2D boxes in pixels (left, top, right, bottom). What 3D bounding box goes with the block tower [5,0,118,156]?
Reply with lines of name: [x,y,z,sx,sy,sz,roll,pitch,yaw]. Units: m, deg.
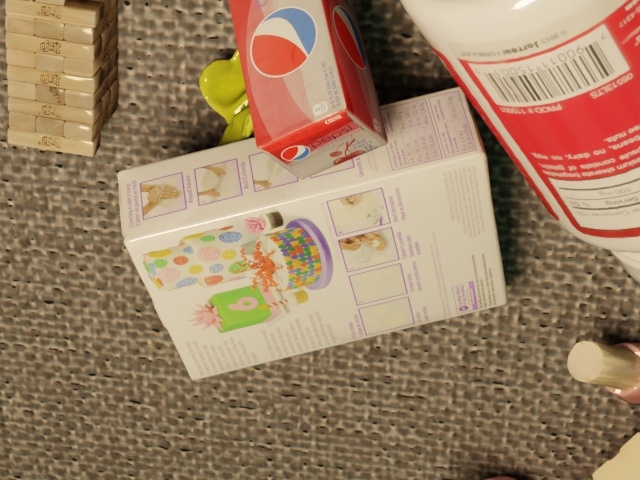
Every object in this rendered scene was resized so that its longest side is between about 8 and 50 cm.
block tower: [-0.244,-0.254,1.316,0.091,0.097,0.335,9,118,5]

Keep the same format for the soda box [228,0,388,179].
soda box: [-0.021,-0.194,1.217,0.092,0.263,0.083,-23,153,21]

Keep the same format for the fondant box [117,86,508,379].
fondant box: [0.000,0.000,1.320,0.330,0.096,0.238,-15,142,2]

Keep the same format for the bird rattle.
bird rattle: [-0.048,-0.063,1.371,0.207,0.143,0.253,11,124,-15]

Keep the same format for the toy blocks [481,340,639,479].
toy blocks: [0.331,0.303,1.433,0.260,0.309,0.288,16,122,-49]

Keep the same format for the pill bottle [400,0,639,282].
pill bottle: [0.252,-0.137,1.170,0.229,0.229,0.407,-24,132,21]
